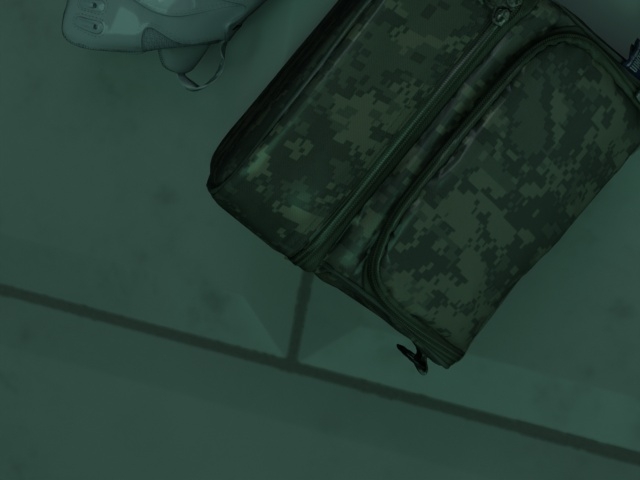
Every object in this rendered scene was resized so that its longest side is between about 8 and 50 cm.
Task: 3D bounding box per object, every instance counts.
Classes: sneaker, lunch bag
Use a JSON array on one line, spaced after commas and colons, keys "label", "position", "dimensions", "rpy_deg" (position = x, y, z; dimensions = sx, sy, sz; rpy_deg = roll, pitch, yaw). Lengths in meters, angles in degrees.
[{"label": "sneaker", "position": [-0.188, -0.288, 1.215], "dimensions": [0.366, 0.137, 0.210], "rpy_deg": [33, 109, -1]}, {"label": "lunch bag", "position": [0.094, -0.078, 1.149], "dimensions": [0.256, 0.212, 0.305], "rpy_deg": [39, 90, -10]}]

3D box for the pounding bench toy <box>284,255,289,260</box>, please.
[{"label": "pounding bench toy", "position": [0.000, 0.000, 1.284], "dimensions": [0.065, 0.083, 0.052], "rpy_deg": [21, 111, 7]}]
